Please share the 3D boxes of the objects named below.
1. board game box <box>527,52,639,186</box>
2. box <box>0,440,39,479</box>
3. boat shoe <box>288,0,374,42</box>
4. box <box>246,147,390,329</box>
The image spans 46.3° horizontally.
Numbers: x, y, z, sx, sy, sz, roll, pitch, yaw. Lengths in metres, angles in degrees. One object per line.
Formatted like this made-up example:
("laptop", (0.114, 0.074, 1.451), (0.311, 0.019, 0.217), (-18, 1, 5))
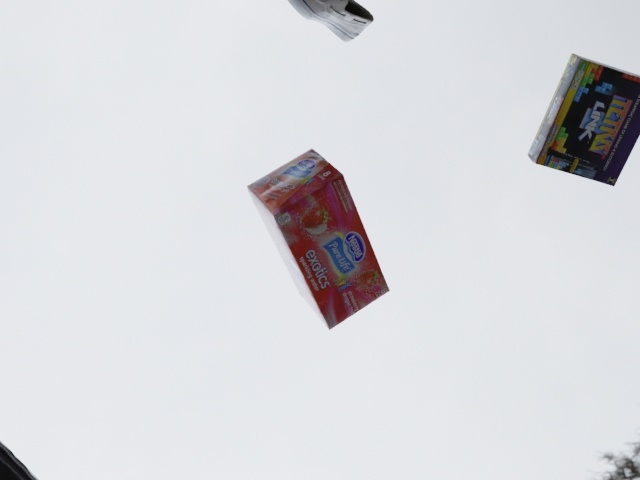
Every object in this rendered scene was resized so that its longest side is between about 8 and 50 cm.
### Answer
("board game box", (0.419, -0.182, 1.149), (0.141, 0.170, 0.048), (14, -156, -9))
("box", (-0.539, 0.292, 0.554), (0.480, 0.471, 0.297), (-54, -54, -37))
("boat shoe", (0.015, -0.436, 1.351), (0.226, 0.075, 0.083), (11, -124, -56))
("box", (0.000, 0.000, 1.212), (0.128, 0.122, 0.257), (-31, -53, -10))
